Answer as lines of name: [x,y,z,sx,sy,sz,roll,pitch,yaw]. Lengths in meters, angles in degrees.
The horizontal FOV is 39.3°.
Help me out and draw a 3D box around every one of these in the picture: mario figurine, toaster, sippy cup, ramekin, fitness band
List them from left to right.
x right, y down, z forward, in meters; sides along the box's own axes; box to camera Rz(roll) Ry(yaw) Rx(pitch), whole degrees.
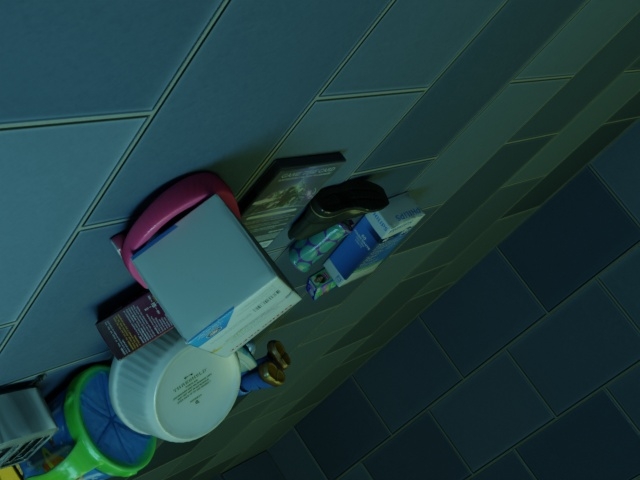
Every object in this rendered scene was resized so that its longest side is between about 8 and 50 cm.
toaster: [-0.599,0.353,1.663,0.185,0.110,0.168,-42,164,22]
sippy cup: [-0.498,0.407,1.853,0.224,0.240,0.305,-29,158,22]
fitness band: [-0.229,-0.013,1.469,0.209,0.054,0.291,-33,165,-9]
ramekin: [-0.281,0.282,1.811,0.272,0.127,0.273,-17,116,-40]
mario figurine: [-0.248,0.350,2.308,0.320,0.170,0.198,-27,169,25]

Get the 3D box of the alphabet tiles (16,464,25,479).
alphabet tiles: [-0.682,0.576,2.157,0.284,0.021,0.278,-54,159,9]

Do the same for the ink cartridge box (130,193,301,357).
ink cartridge box: [-0.160,0.065,1.438,0.171,0.168,0.233,-37,165,-2]

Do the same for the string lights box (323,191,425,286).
string lights box: [0.129,0.000,2.188,0.133,0.077,0.260,-21,159,-42]

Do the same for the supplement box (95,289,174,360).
supplement box: [-0.306,0.132,1.625,0.188,0.081,0.104,-32,-175,-11]

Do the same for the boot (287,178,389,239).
boot: [0.033,-0.059,1.859,0.197,0.077,0.137,-5,153,-37]

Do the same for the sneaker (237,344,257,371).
sneaker: [-0.279,0.282,2.091,0.208,0.127,0.319,-37,155,-2]

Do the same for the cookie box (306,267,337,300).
cookie box: [0.020,0.100,2.320,0.107,0.040,0.092,-31,163,-17]

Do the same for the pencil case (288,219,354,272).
pencil case: [0.000,0.000,1.948,0.151,0.065,0.070,-41,147,20]

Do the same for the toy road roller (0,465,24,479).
toy road roller: [-0.721,0.532,1.862,0.202,0.240,0.330,-29,126,-20]

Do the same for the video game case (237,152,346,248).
video game case: [-0.093,-0.060,1.663,0.196,0.026,0.274,-14,152,-52]
